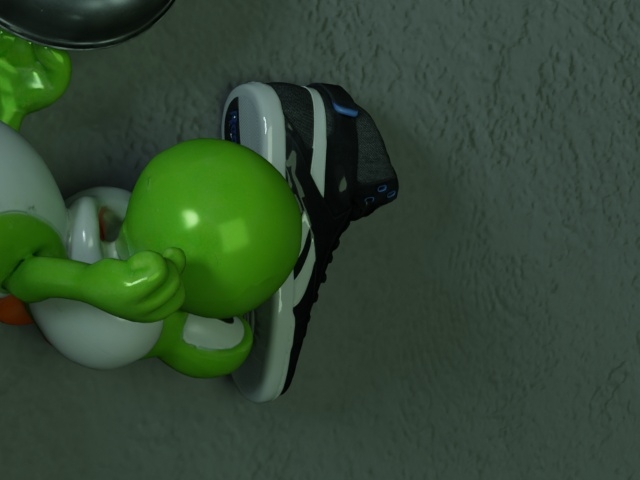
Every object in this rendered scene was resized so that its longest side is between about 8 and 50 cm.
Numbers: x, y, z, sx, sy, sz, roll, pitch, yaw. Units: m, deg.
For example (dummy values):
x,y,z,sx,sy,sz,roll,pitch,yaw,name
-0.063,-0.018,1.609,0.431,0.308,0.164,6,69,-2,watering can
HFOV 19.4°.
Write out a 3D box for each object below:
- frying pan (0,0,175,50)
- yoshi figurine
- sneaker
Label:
x,y,z,sx,sy,sz,roll,pitch,yaw,name
-0.200,-0.251,1.108,0.326,0.053,0.197,40,59,-22,frying pan
-0.154,-0.029,1.102,0.362,0.203,0.204,25,77,-38,yoshi figurine
0.000,0.000,1.277,0.121,0.079,0.217,-4,99,-33,sneaker
